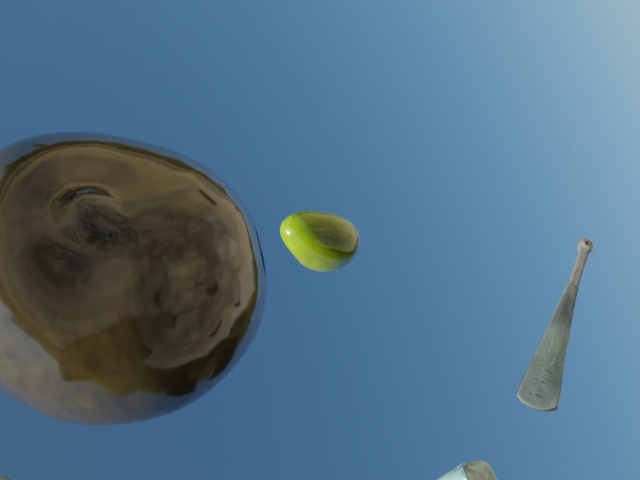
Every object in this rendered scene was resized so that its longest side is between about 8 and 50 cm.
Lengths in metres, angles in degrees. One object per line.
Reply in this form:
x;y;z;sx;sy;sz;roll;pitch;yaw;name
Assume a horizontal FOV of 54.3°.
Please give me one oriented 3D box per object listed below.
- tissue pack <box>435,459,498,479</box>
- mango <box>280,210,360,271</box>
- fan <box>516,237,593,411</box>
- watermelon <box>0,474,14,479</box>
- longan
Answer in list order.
0.231;0.521;1.104;0.089;0.263;0.177;0;-128;-39;tissue pack
0.009;-0.001;1.731;0.273;0.185;0.149;45;-143;-63;mango
0.355;0.116;0.903;0.282;0.057;0.023;-61;-32;-22;fan
-0.216;0.289;0.464;0.214;0.289;0.319;1;-82;-25;watermelon
-0.242;0.039;0.727;0.361;0.361;0.361;27;-131;-36;longan
